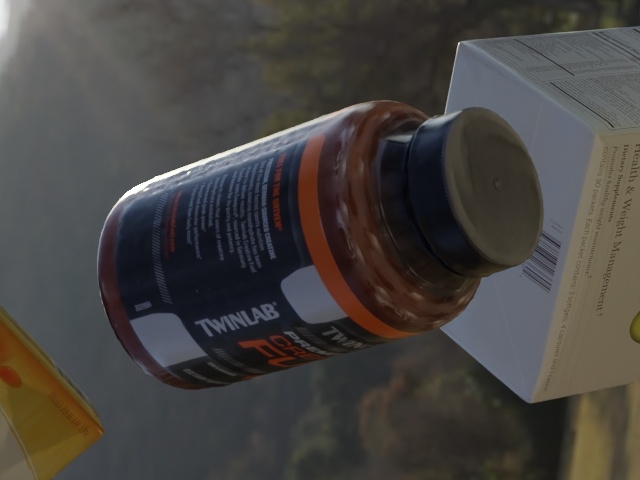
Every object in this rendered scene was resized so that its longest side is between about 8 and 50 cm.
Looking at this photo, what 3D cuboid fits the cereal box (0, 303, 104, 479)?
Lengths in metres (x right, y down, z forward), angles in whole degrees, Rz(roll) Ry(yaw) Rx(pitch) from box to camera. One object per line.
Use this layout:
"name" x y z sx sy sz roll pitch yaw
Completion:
"cereal box" -0.262 0.115 1.068 0.240 0.173 0.047 -41 24 -1

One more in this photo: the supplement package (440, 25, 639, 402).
"supplement package" 0.194 -0.023 1.309 0.149 0.203 0.194 42 131 46

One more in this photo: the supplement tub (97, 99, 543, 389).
"supplement tub" 0.000 0.000 0.889 0.106 0.198 0.106 21 -119 -44
